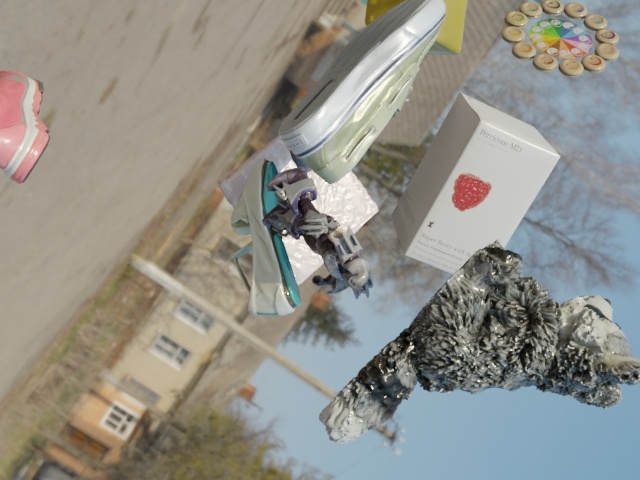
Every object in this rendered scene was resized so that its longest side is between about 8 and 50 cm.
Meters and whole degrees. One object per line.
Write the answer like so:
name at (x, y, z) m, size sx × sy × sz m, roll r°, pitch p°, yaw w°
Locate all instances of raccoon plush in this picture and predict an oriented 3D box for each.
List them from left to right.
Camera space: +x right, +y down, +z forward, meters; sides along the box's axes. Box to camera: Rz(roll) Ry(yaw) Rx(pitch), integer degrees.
raccoon plush at (0.257, 0.221, 1.289) m, size 0.446 × 0.299 × 0.216 m, roll -46°, pitch 165°, yaw 0°

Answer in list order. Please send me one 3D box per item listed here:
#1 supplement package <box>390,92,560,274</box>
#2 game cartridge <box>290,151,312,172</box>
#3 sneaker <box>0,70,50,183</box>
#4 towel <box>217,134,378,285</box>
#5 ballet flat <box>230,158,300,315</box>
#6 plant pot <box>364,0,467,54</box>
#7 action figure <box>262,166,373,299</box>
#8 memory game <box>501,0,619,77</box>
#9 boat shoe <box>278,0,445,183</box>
supplement package at (0.286, -0.099, 1.645) m, size 0.175 × 0.177 × 0.293 m, roll -99°, pitch -147°, yaw -64°
game cartridge at (0.053, -0.280, 1.956) m, size 0.297 × 0.062 × 0.198 m, roll -42°, pitch 176°, yaw -3°
sneaker at (-0.525, -0.216, 1.380) m, size 0.116 × 0.136 × 0.314 m, roll -52°, pitch -142°, yaw 12°
towel at (-0.052, -0.107, 2.189) m, size 0.317 × 0.332 × 0.053 m, roll -42°, pitch -164°, yaw -20°
ballet flat at (-0.141, -0.009, 1.946) m, size 0.139 × 0.139 × 0.401 m, roll -50°, pitch -137°, yaw 49°
plant pot at (0.222, -0.578, 2.102) m, size 0.187 × 0.212 × 0.212 m, roll -3°, pitch 101°, yaw -57°
action figure at (0.000, 0.000, 1.446) m, size 0.099 × 0.285 × 0.185 m, roll -24°, pitch 134°, yaw -17°
memory game at (0.372, -0.317, 1.332) m, size 0.012 × 0.186 × 0.186 m, roll 96°, pitch 19°, yaw -51°
boat shoe at (0.066, -0.197, 1.090) m, size 0.302 × 0.094 × 0.109 m, roll -48°, pitch -153°, yaw -20°
